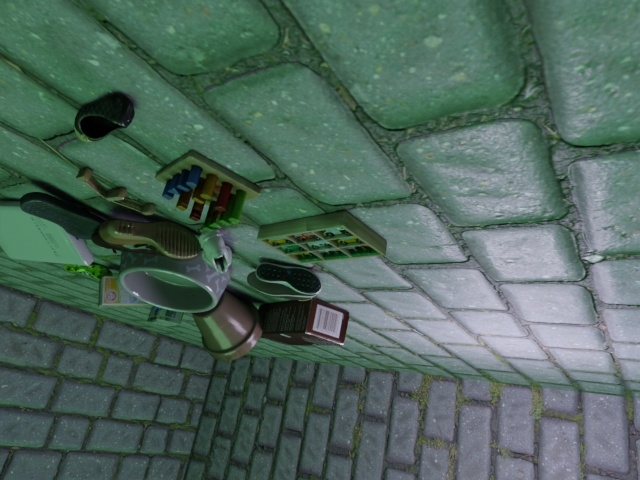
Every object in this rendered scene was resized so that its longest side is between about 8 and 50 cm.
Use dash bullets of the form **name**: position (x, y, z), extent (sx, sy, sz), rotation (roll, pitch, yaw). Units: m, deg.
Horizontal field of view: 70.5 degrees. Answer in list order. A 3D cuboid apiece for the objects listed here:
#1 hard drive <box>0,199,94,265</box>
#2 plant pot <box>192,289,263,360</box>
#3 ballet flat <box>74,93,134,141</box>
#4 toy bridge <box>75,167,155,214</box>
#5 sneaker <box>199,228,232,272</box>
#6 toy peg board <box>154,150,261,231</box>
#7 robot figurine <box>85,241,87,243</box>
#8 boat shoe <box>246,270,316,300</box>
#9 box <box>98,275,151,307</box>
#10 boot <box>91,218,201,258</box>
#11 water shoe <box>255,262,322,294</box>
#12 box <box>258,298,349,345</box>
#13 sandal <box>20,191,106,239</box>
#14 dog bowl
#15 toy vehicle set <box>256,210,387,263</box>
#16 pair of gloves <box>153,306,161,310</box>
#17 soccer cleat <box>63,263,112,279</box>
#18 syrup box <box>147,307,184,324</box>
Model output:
- **hard drive**: position (-0.822, -0.022, 1.299), extent (0.307, 0.040, 0.203), rotation (4, 129, 20)
- **plant pot**: position (-0.387, 0.305, 1.775), extent (0.263, 0.263, 0.229), rotation (0, 139, 28)
- **ballet flat**: position (-0.362, -0.192, 0.739), extent (0.173, 0.049, 0.057), rotation (-9, 150, 42)
- **toy bridge**: position (-0.472, -0.106, 1.043), extent (0.063, 0.026, 0.188), rotation (-2, 155, 36)
- **sneaker**: position (-0.273, 0.052, 1.221), extent (0.080, 0.094, 0.212), rotation (-28, 161, -10)
- **toy peg board**: position (-0.233, -0.086, 0.902), extent (0.160, 0.079, 0.161), rotation (27, 153, -36)
- **robot figurine**: position (-0.764, -0.009, 1.376), extent (0.101, 0.067, 0.115), rotation (38, 166, 18)
- **boat shoe**: position (-0.120, 0.148, 1.428), extent (0.228, 0.081, 0.069), rotation (11, 155, -5)
- **box**: position (-0.759, 0.206, 1.784), extent (0.203, 0.114, 0.103), rotation (6, 163, -32)
- **boot**: position (-0.471, 0.001, 1.222), extent (0.248, 0.090, 0.207), rotation (18, 161, -34)
- **water shoe**: position (-0.091, 0.104, 1.350), extent (0.203, 0.073, 0.080), rotation (18, 180, -6)
- **box**: position (-0.086, 0.332, 1.802), extent (0.191, 0.143, 0.381), rotation (25, 157, -31)
- **sandal**: position (-0.651, -0.070, 1.184), extent (0.097, 0.054, 0.254), rotation (-19, 154, 9)
- **dog bowl**: position (-0.468, 0.122, 1.435), extent (0.349, 0.102, 0.349), rotation (6, 147, 4)
- **toy vehicle set**: position (0.000, 0.000, 1.058), extent (0.267, 0.035, 0.166), rotation (-8, 152, 41)
- **pair of gloves**: position (-0.560, 0.230, 1.788), extent (0.198, 0.023, 0.159), rotation (-19, 172, -27)
- **soccer cleat**: position (-0.913, 0.111, 1.785), extent (0.179, 0.060, 0.072), rotation (20, 180, -29)
- **syrup box**: position (-0.664, 0.311, 1.948), extent (0.096, 0.093, 0.237), rotation (21, 159, -26)
